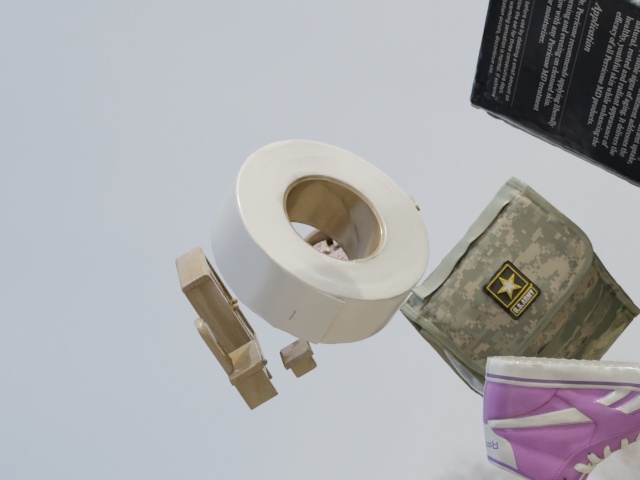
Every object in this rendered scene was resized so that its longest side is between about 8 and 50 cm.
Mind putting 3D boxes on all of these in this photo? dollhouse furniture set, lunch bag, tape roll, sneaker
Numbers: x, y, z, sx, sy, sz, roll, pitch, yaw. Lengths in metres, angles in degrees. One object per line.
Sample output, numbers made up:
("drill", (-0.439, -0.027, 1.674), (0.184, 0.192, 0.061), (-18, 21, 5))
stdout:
("dollhouse furniture set", (-0.012, 0.032, 2.147), (0.356, 0.303, 0.174), (-31, -66, 3))
("lunch bag", (0.257, 0.083, 1.959), (0.235, 0.169, 0.287), (-50, -48, -5))
("tape roll", (0.000, 0.000, 1.989), (0.286, 0.286, 0.100), (-25, -24, -44))
("sneaker", (0.321, 0.214, 1.659), (0.102, 0.282, 0.161), (38, -126, -87))

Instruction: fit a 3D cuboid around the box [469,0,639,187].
("box", (0.538, -0.309, 2.035), (0.480, 0.472, 0.297), (-45, -24, -36))
